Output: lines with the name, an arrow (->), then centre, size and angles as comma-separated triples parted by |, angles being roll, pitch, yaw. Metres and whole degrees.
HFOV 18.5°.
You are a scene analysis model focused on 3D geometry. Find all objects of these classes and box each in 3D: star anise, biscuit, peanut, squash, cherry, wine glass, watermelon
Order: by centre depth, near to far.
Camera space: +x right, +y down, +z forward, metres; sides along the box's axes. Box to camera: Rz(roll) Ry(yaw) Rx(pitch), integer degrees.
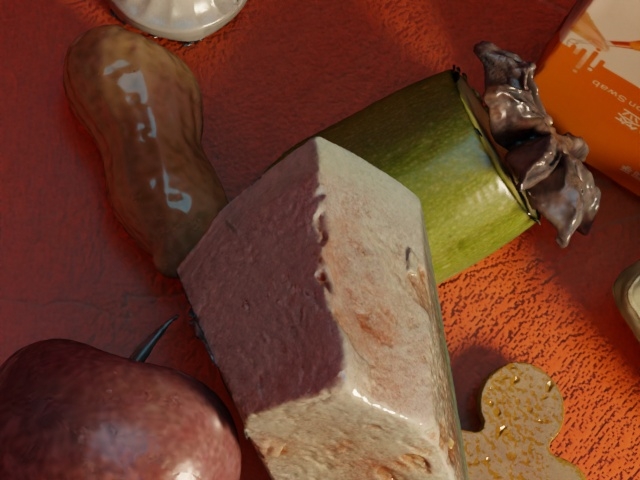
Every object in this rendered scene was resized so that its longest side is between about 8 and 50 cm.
cherry -> -0.191, 0.190, 1.711 | 0.236, 0.213, 0.285 | 22, 85, 37
watermelon -> 0.011, 0.111, 1.711 | 0.228, 0.258, 0.387 | -16, 101, 2
biscuit -> 0.169, 0.231, 1.851 | 0.158, 0.035, 0.240 | 19, 72, -6
peanut -> -0.155, -0.089, 1.852 | 0.124, 0.123, 0.256 | -23, 81, -15
star anise -> 0.212, -0.078, 1.853 | 0.063, 0.208, 0.171 | -24, 39, 17
wine glass -> -0.129, -0.298, 1.875 | 0.165, 0.196, 0.164 | 3, 72, -10
squash -> 0.060, -0.034, 1.896 | 0.261, 0.189, 0.189 | -30, 80, 11

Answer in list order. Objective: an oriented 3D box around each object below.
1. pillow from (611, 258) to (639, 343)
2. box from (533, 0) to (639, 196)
pillow -> 0.454, 0.109, 1.876 | 0.255, 0.120, 0.322 | -32, 93, -15
box -> 0.343, -0.178, 1.841 | 0.225, 0.341, 0.143 | 33, 63, 1
